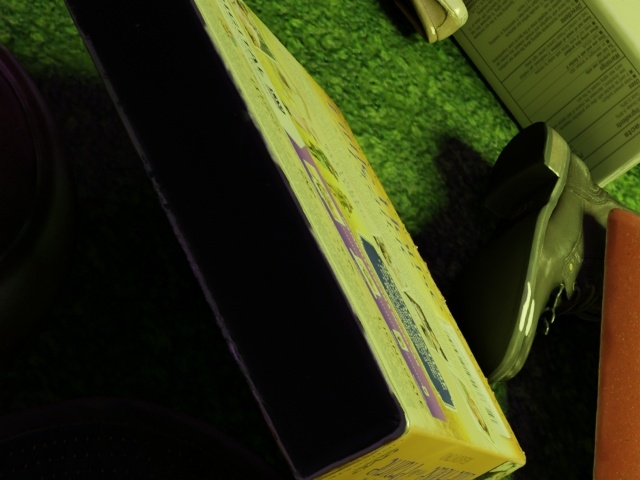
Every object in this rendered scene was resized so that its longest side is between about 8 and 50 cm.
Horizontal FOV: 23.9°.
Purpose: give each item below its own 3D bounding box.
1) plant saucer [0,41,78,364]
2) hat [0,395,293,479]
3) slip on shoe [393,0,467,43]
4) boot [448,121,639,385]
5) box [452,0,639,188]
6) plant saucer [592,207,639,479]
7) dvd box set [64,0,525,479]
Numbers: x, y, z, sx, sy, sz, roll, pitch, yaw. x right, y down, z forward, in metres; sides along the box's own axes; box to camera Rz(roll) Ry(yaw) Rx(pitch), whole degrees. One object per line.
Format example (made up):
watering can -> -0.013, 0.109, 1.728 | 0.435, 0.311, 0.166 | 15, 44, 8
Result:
plant saucer -> -0.279, -0.055, 0.896 | 0.311, 0.050, 0.310 | 19, 51, -25
hat -> -0.083, 0.235, 0.736 | 0.331, 0.331, 0.134 | 54, 12, 6
slip on shoe -> 0.064, -0.221, 1.262 | 0.041, 0.051, 0.135 | -40, 87, -13
boot -> 0.224, 0.047, 1.172 | 0.229, 0.091, 0.263 | 36, 51, -19
box -> 0.199, -0.206, 1.279 | 0.121, 0.148, 0.311 | -31, 84, -45
plant saucer -> 0.309, 0.131, 1.142 | 0.258, 0.048, 0.259 | 28, 58, -34
dvd box set -> 0.000, 0.000, 0.877 | 0.307, 0.062, 0.420 | 63, 8, 15
